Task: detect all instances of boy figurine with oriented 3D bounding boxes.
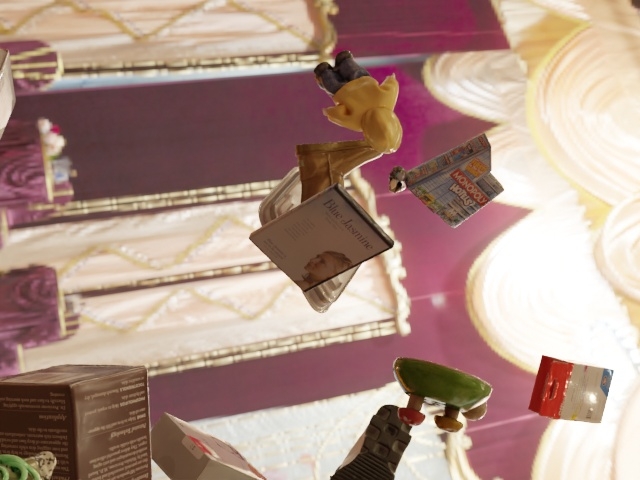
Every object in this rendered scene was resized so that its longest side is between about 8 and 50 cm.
[{"bbox_3d":[0.098,-0.301,1.966,0.285,0.177,0.092,55,-6,36],"label":"boy figurine"}]

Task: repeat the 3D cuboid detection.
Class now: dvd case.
[{"bbox_3d":[0.000,0.000,1.842,0.253,0.180,0.022,-29,-154,35],"label":"dvd case"}]

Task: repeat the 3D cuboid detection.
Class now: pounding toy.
[{"bbox_3d":[0.212,0.300,1.659,0.237,0.183,0.110,59,47,-67],"label":"pounding toy"}]

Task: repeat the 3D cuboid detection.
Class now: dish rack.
[{"bbox_3d":[-0.004,-0.013,2.320,0.072,0.285,0.333,-19,-70,36],"label":"dish rack"}]

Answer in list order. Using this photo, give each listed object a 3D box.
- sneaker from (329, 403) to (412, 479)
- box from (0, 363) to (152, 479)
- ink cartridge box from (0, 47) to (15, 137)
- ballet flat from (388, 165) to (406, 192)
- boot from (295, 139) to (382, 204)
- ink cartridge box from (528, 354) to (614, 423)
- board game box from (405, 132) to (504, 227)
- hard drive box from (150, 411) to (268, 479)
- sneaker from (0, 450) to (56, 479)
[{"bbox_3d":[0.085,0.495,1.853,0.122,0.330,0.146,34,-47,9],"label":"sneaker"},{"bbox_3d":[-0.359,0.289,1.304,0.168,0.167,0.203,-3,-89,26],"label":"box"},{"bbox_3d":[-0.663,-0.249,1.447,0.272,0.309,0.130,138,-30,-69],"label":"ink cartridge box"},{"bbox_3d":[0.163,-0.125,1.974,0.114,0.041,0.041,82,-7,-72],"label":"ballet flat"},{"bbox_3d":[0.049,-0.096,2.116,0.089,0.236,0.269,-171,-105,-71],"label":"boot"},{"bbox_3d":[0.560,0.339,2.070,0.078,0.231,0.134,15,-90,53],"label":"ink cartridge box"},{"bbox_3d":[0.316,-0.133,1.983,0.194,0.194,0.060,-37,-146,20],"label":"board game box"},{"bbox_3d":[-0.232,0.472,1.884,0.181,0.089,0.232,32,-5,42],"label":"hard drive box"},{"bbox_3d":[-0.372,0.296,1.006,0.182,0.158,0.410,-75,157,-43],"label":"sneaker"}]
